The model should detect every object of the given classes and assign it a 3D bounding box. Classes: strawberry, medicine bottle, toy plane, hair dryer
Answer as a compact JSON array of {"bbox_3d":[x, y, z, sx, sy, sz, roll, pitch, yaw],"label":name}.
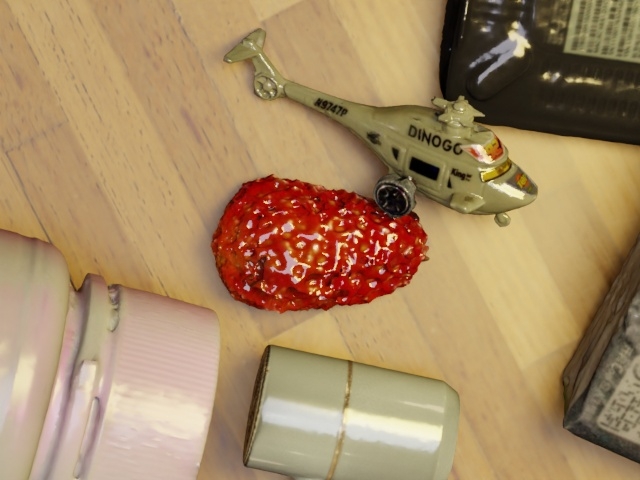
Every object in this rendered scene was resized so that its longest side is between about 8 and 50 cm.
[{"bbox_3d":[0.000,0.000,1.650,0.188,0.082,0.121,-3,88,0],"label":"strawberry"},{"bbox_3d":[-0.261,0.120,1.551,0.325,0.256,0.256,14,90,-13],"label":"medicine bottle"},{"bbox_3d":[0.053,-0.095,1.635,0.286,0.092,0.108,23,134,17],"label":"toy plane"},{"bbox_3d":[-0.002,0.277,1.658,0.173,0.107,0.357,13,99,-3],"label":"hair dryer"}]

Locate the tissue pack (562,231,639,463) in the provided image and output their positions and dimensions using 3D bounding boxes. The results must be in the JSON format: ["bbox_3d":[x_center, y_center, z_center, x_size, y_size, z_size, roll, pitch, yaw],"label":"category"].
[{"bbox_3d":[0.433,0.106,1.601,0.394,0.124,0.288,23,118,-3],"label":"tissue pack"}]

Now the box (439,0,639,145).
[{"bbox_3d":[0.255,-0.225,1.637,0.289,0.073,0.290,8,106,-5],"label":"box"}]
